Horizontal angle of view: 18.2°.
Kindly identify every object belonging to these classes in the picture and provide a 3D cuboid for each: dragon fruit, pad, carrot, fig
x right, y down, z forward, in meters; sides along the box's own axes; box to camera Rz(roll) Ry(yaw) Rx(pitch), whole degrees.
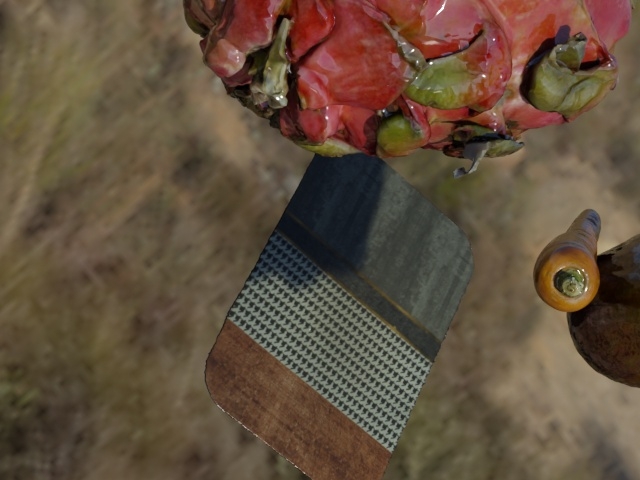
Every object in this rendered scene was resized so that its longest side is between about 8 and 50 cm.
[{"bbox_3d":[0.046,-0.171,1.208,0.291,0.250,0.269,-2,92,-44],"label":"dragon fruit"},{"bbox_3d":[-0.019,0.000,1.388,0.323,0.055,0.250,53,51,-37],"label":"pad"},{"bbox_3d":[0.234,0.010,1.862,0.061,0.061,0.256,49,18,-5],"label":"carrot"},{"bbox_3d":[0.350,0.066,1.842,0.170,0.274,0.145,-21,99,-24],"label":"fig"}]
